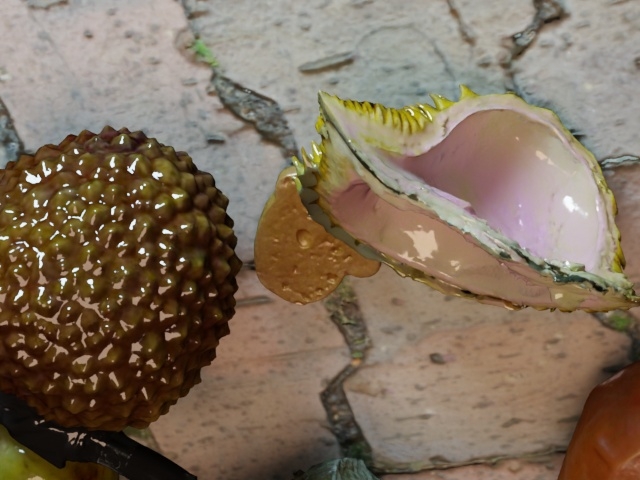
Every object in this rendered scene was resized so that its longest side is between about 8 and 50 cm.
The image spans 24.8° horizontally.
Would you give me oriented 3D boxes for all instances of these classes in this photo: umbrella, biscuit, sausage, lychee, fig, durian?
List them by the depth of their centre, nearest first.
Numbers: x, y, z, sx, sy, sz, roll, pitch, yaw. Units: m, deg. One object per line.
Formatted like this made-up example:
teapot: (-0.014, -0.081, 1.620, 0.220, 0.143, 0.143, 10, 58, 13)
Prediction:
durian: (0.096, -0.024, 1.204, 0.305, 0.186, 0.195, 21, 144, -16)
lychee: (-0.192, 0.025, 1.241, 0.267, 0.267, 0.267, 5, 121, 8)
biscuit: (0.000, -0.001, 1.312, 0.118, 0.023, 0.140, 23, 121, -6)
sausage: (0.295, 0.221, 1.322, 0.153, 0.141, 0.268, 12, 124, 2)
umbrella: (-0.266, 0.155, 1.357, 0.340, 0.118, 0.118, 28, 123, 13)
fig: (-0.271, 0.235, 1.439, 0.136, 0.121, 0.153, -32, 128, -11)

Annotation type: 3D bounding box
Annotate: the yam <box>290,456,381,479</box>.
yam: (-0.065, 0.360, 1.425, 0.348, 0.241, 0.241, -29, 112, 21)
